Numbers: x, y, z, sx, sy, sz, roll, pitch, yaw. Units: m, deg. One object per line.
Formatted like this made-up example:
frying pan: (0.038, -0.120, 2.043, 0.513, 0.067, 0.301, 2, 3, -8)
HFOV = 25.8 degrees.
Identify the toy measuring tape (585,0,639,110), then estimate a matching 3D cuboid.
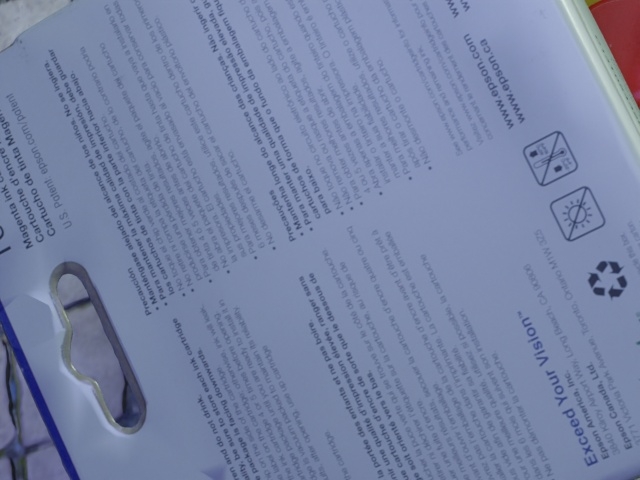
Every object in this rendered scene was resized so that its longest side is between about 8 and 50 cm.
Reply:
toy measuring tape: (0.185, -0.134, 0.735, 0.121, 0.121, 0.330, 8, 75, 27)

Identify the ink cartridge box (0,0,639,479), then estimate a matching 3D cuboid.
ink cartridge box: (0.000, 0.000, 0.686, 0.330, 0.071, 0.324, -27, 84, 19)
